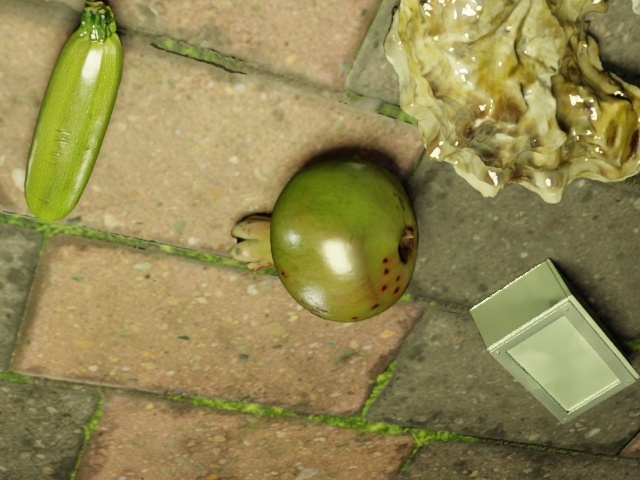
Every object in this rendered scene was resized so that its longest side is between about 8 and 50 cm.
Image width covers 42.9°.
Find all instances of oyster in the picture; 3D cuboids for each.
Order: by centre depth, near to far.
[{"bbox_3d":[0.196,-0.172,0.818,0.238,0.115,0.351,-24,130,7],"label":"oyster"}]

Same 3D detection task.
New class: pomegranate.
[{"bbox_3d":[0.005,-0.011,0.886,0.210,0.179,0.179,22,126,9],"label":"pomegranate"}]

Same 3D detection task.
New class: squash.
[{"bbox_3d":[-0.238,-0.122,0.793,0.066,0.066,0.252,15,124,-23],"label":"squash"}]

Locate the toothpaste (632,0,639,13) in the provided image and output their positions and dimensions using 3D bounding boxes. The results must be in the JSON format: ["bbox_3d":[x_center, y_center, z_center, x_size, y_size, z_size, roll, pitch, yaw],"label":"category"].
[{"bbox_3d":[0.287,-0.346,0.736,0.100,0.066,0.323,-36,133,10],"label":"toothpaste"}]

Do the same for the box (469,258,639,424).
[{"bbox_3d":[0.326,0.144,1.123,0.129,0.086,0.225,-36,126,16],"label":"box"}]
